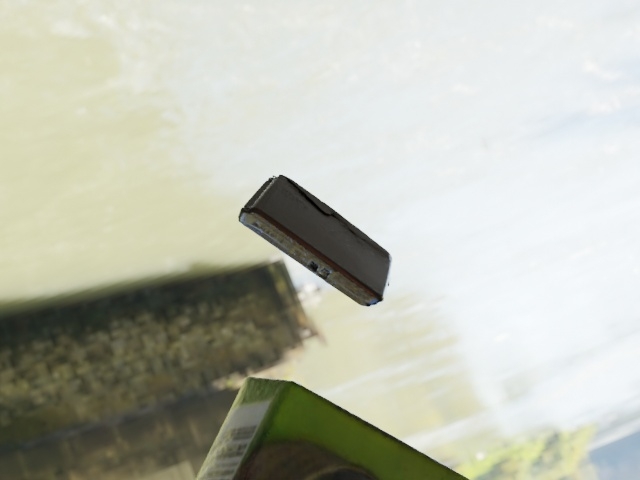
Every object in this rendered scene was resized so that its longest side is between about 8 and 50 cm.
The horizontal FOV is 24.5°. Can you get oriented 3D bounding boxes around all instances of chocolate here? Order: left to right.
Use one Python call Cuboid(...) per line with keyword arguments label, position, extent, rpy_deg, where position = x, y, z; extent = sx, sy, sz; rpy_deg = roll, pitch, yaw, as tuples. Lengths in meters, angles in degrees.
Cuboid(label="chocolate", position=(0.005, 0.313, 1.405), extent=(0.301, 0.288, 0.137), rpy_deg=(-64, -169, -22))

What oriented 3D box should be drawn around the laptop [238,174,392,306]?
Cuboid(label="laptop", position=(0.000, 0.000, 1.398), extent=(0.026, 0.154, 0.207), rpy_deg=(-53, -178, 12))
